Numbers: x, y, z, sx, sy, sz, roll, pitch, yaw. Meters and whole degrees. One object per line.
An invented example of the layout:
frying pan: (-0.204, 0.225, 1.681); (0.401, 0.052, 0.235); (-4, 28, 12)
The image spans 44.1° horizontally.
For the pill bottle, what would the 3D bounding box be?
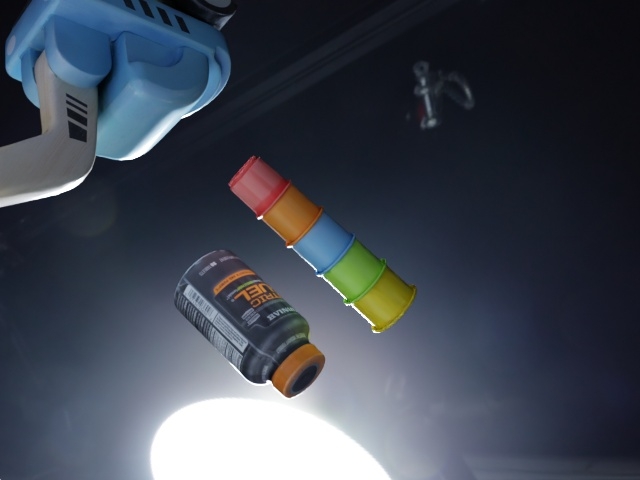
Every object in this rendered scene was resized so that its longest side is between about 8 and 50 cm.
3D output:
pill bottle: (-0.105, 0.134, 1.227); (0.245, 0.130, 0.131); (40, -47, 25)

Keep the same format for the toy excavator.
toy excavator: (-0.292, -0.190, 0.994); (0.432, 0.446, 0.222); (14, -39, -42)

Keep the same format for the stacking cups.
stacking cups: (0.000, 0.000, 1.173); (0.316, 0.096, 0.096); (43, -55, -8)
